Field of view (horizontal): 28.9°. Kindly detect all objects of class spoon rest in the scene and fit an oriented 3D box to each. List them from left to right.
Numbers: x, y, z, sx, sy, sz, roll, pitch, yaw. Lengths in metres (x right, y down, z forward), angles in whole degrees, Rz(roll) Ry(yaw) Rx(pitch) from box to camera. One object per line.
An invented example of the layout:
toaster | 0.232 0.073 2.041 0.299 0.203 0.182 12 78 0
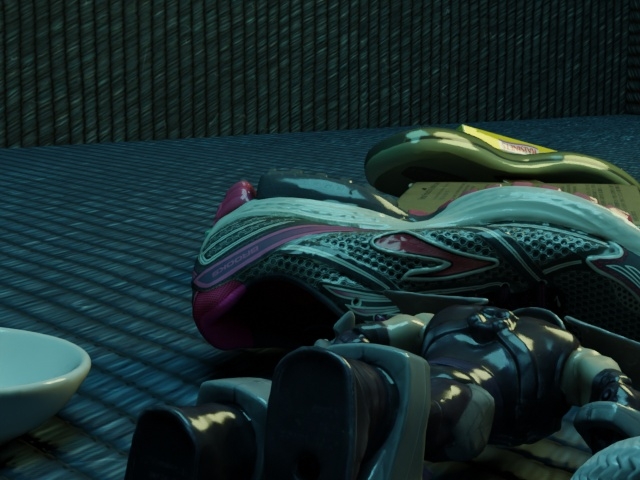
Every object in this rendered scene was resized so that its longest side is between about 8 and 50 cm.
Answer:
spoon rest | -0.257 0.063 0.631 0.276 0.084 0.137 -2 10 -6

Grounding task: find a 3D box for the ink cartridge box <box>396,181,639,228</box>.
ink cartridge box | 0.151 0.009 0.949 0.193 0.088 0.235 1 10 12

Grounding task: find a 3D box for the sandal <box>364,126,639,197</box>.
sandal | 0.177 -0.029 1.173 0.303 0.086 0.120 9 -33 -25

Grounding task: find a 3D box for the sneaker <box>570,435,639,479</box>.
sneaker | 0.225 0.090 0.405 0.269 0.101 0.153 2 12 29

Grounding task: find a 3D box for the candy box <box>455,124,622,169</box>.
candy box | 0.194 -0.059 1.241 0.206 0.027 0.105 12 -31 -30

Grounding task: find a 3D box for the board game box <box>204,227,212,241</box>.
board game box | 0.000 0.000 1.127 0.160 0.047 0.210 3 10 10

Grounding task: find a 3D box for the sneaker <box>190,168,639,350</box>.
sneaker | 0.068 0.038 0.765 0.299 0.120 0.112 3 39 14

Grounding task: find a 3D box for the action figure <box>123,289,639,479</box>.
action figure | 0.045 0.076 0.542 0.185 0.099 0.285 -2 3 36
